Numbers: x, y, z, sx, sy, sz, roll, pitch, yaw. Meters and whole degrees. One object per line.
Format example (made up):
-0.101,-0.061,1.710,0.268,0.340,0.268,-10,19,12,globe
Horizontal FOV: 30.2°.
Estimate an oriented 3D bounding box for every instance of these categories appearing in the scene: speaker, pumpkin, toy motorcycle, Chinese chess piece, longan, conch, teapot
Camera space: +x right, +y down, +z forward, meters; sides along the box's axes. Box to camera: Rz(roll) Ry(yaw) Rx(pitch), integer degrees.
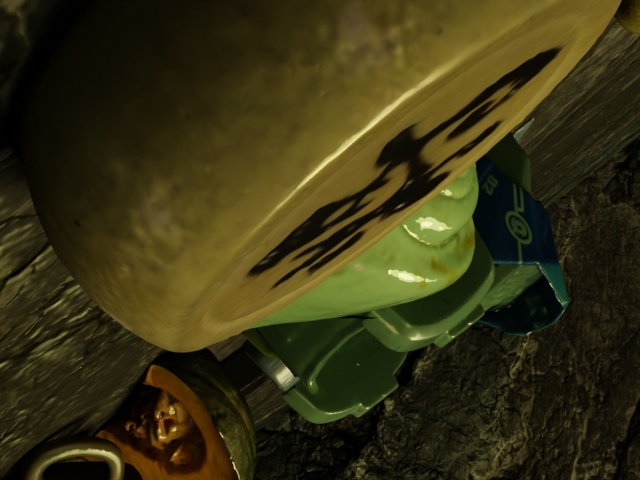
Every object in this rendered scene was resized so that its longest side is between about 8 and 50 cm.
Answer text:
-0.160,0.207,1.437,0.218,0.044,0.082,-34,170,-25,speaker
-0.125,0.212,1.213,0.111,0.163,0.278,-29,169,-40,pumpkin
0.102,0.019,1.023,0.326,0.200,0.191,-28,167,-39,toy motorcycle
0.002,-0.063,0.487,0.257,0.104,0.257,-38,171,-7,Chinese chess piece
0.274,-0.208,0.998,0.083,0.075,0.075,8,155,-14,longan
-0.006,-0.007,0.786,0.250,0.137,0.143,-21,-155,21,conch
-0.261,0.298,1.141,0.175,0.185,0.268,0,118,-28,teapot

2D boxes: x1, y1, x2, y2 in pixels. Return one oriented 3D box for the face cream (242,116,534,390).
0.080,0.010,1.279,0.385,0.086,0.135,-42,172,-9,face cream
